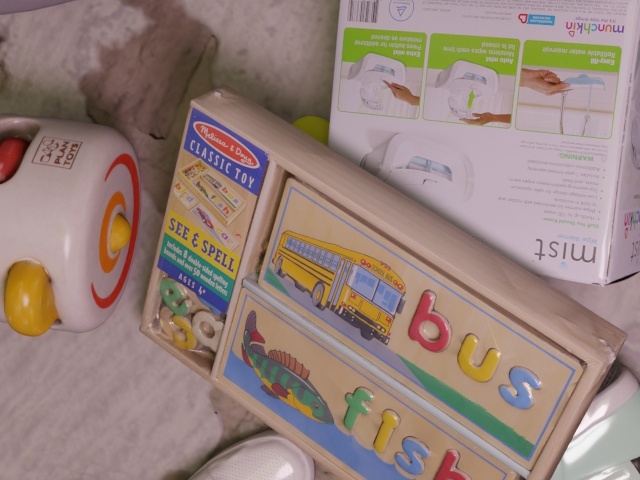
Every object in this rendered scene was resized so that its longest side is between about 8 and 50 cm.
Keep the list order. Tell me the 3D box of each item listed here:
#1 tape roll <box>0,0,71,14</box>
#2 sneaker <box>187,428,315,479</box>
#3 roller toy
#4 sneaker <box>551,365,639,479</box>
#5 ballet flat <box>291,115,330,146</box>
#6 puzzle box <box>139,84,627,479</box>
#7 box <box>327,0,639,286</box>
[{"bbox_3d":[-0.212,-0.265,1.118,0.219,0.219,0.072,-18,93,11],"label":"tape roll"},{"bbox_3d":[-0.133,0.297,1.202,0.292,0.169,0.108,-40,88,11],"label":"sneaker"},{"bbox_3d":[-0.244,-0.015,1.166,0.146,0.209,0.191,8,92,8],"label":"roller toy"},{"bbox_3d":[0.220,0.247,1.174,0.256,0.094,0.151,-38,93,13],"label":"sneaker"},{"bbox_3d":[0.000,0.000,1.188,0.077,0.077,0.230,-3,96,11],"label":"ballet flat"},{"bbox_3d":[0.030,0.079,1.096,0.409,0.052,0.272,33,128,21],"label":"puzzle box"},{"bbox_3d":[0.146,-0.095,1.089,0.262,0.127,0.231,8,99,27],"label":"box"}]
